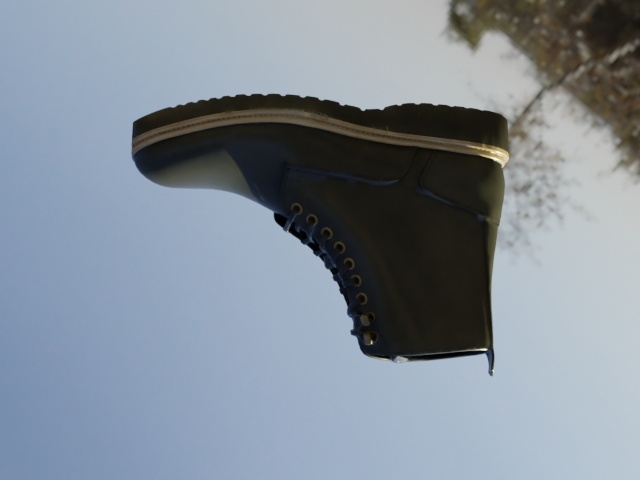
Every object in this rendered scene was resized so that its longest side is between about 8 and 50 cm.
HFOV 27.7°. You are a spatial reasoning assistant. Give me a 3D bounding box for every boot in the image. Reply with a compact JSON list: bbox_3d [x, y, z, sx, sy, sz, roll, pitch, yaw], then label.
[{"bbox_3d":[0.000,0.000,0.670,0.198,0.137,0.077,0,169,1],"label":"boot"}]
